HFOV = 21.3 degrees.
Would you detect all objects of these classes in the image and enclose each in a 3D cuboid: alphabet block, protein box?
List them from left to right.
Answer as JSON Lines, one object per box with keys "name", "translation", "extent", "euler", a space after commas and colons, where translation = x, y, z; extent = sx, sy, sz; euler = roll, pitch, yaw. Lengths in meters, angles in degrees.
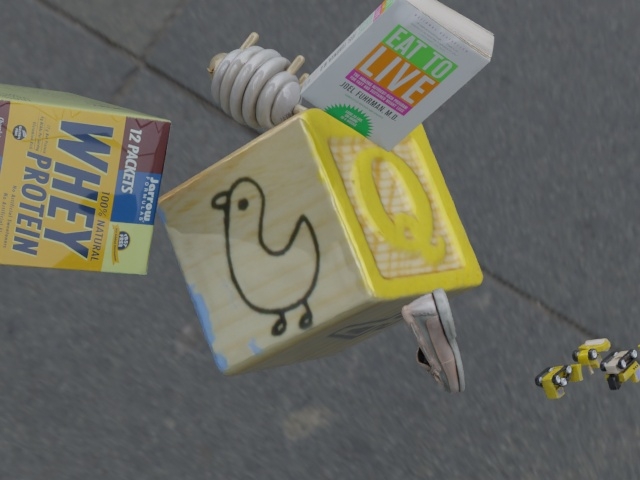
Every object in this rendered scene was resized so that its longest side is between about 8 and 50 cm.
{"name": "protein box", "translation": [-0.268, -0.060, 1.455], "extent": [0.201, 0.200, 0.136], "euler": [19, 101, 54]}
{"name": "alphabet block", "translation": [0.000, 0.000, 1.594], "extent": [0.197, 0.193, 0.192], "euler": [-30, 78, 34]}

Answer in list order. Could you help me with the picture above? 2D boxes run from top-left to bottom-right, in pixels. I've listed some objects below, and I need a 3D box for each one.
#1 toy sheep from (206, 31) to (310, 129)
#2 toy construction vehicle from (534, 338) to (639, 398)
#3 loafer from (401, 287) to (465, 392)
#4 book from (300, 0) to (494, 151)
{"name": "toy sheep", "translation": [-0.060, -0.156, 1.732], "extent": [0.132, 0.091, 0.091], "euler": [27, 80, 28]}
{"name": "toy construction vehicle", "translation": [0.262, 0.123, 1.605], "extent": [0.086, 0.098, 0.035], "euler": [-11, 103, 37]}
{"name": "loafer", "translation": [0.092, 0.085, 1.398], "extent": [0.039, 0.125, 0.045], "euler": [-15, 50, 1]}
{"name": "book", "translation": [0.063, -0.145, 1.429], "extent": [0.096, 0.144, 0.035], "euler": [30, 44, -19]}
